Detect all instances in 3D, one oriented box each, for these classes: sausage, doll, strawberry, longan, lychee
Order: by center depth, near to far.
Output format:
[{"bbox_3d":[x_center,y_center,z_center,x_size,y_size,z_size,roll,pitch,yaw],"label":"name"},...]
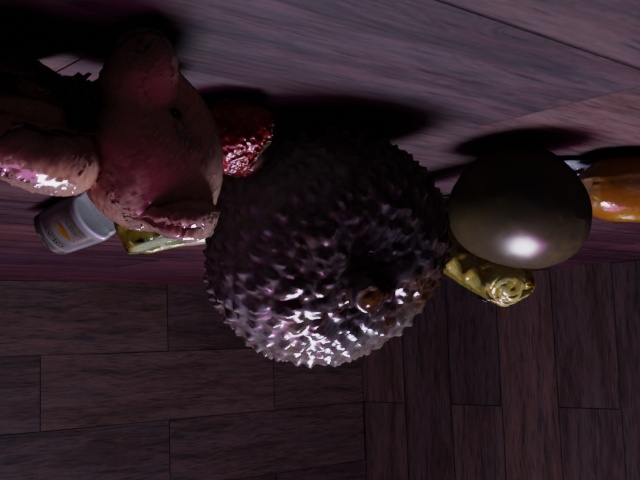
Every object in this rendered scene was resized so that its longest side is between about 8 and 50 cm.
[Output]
[{"bbox_3d":[-0.203,-0.116,0.708,0.303,0.156,0.201,23,-157,-30],"label":"doll"},{"bbox_3d":[-0.095,-0.105,0.932,0.096,0.083,0.083,-2,173,-4],"label":"strawberry"},{"bbox_3d":[-0.002,-0.002,1.059,0.300,0.300,0.300,-2,173,0],"label":"lychee"},{"bbox_3d":[0.256,-0.043,1.187,0.189,0.189,0.189,-2,173,0],"label":"longan"},{"bbox_3d":[0.492,-0.075,1.288,0.274,0.105,0.105,-2,173,-9],"label":"sausage"}]

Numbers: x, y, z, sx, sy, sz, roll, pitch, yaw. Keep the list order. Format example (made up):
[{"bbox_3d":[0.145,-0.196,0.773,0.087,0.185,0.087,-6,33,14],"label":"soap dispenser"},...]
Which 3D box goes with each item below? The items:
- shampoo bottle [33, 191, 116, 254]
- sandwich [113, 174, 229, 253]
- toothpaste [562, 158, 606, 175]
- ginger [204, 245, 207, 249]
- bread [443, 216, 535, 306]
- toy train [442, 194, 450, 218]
[{"bbox_3d":[-0.404,-0.027,1.496,0.056,0.086,0.227,-40,-164,-30],"label":"shampoo bottle"},{"bbox_3d":[-0.199,-0.040,1.407,0.226,0.087,0.251,-13,175,-10],"label":"sandwich"},{"bbox_3d":[0.357,-0.059,1.428,0.114,0.073,0.299,-1,157,-12],"label":"toothpaste"},{"bbox_3d":[-0.140,0.009,1.430,0.097,0.030,0.048,-20,174,43],"label":"ginger"},{"bbox_3d":[0.181,0.002,1.370,0.084,0.077,0.367,-13,-154,-27],"label":"bread"},{"bbox_3d":[0.239,-0.056,1.602,0.209,0.044,0.042,-4,173,18],"label":"toy train"}]
